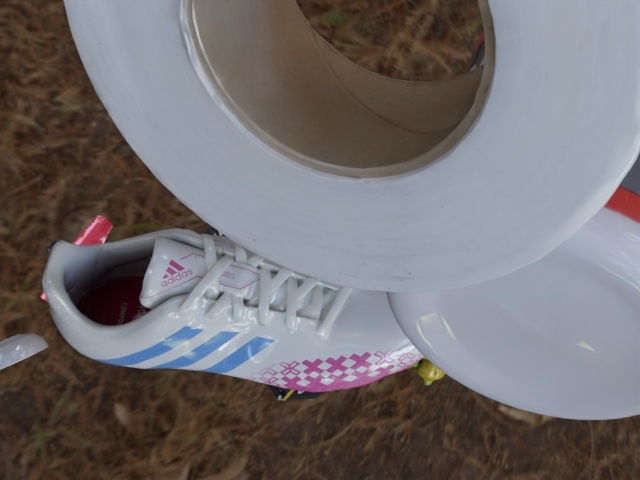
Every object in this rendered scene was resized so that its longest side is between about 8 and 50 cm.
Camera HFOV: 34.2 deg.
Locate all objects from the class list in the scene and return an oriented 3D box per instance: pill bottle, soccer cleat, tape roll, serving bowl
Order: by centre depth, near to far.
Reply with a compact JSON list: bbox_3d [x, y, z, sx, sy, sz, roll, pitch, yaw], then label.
[{"bbox_3d":[0.021,-0.117,0.488,0.286,0.100,0.286,15,130,18],"label":"tape roll"},{"bbox_3d":[0.196,-0.074,0.745,0.210,0.363,0.210,16,143,13],"label":"pill bottle"},{"bbox_3d":[-0.063,0.051,0.831,0.331,0.143,0.116,-2,61,8],"label":"soccer cleat"},{"bbox_3d":[-0.359,0.127,1.201,0.083,0.083,0.027,-21,94,13],"label":"serving bowl"}]

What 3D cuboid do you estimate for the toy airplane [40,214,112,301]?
[{"bbox_3d":[-0.323,0.044,1.462,0.151,0.028,0.151,-12,121,-20],"label":"toy airplane"}]

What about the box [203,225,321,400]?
[{"bbox_3d":[0.000,0.000,1.290,0.322,0.079,0.257,-49,60,23],"label":"box"}]

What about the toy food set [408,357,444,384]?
[{"bbox_3d":[0.137,0.177,1.692,0.217,0.128,0.071,27,112,46],"label":"toy food set"}]
